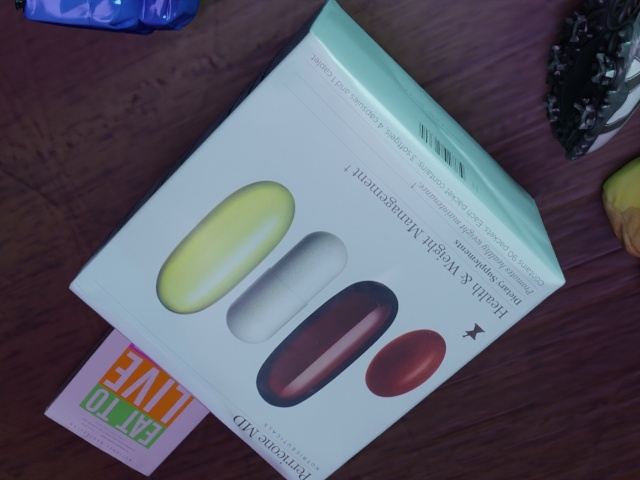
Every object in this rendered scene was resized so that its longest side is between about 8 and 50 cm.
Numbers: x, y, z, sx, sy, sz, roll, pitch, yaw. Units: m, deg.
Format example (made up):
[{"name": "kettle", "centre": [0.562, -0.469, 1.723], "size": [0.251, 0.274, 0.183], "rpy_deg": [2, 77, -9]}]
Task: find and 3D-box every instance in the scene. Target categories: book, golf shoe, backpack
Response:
[{"name": "book", "centre": [-0.121, 0.099, 0.702], "size": [0.096, 0.035, 0.144], "rpy_deg": [37, 109, -12]}, {"name": "golf shoe", "centre": [0.194, -0.122, 0.538], "size": [0.094, 0.077, 0.198], "rpy_deg": [-2, 141, -15]}, {"name": "backpack", "centre": [-0.117, -0.183, 0.557], "size": [0.101, 0.098, 0.120], "rpy_deg": [5, 99, -5]}]

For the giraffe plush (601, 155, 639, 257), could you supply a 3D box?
[{"name": "giraffe plush", "centre": [0.277, -0.015, 0.532], "size": [0.181, 0.170, 0.210], "rpy_deg": [22, 112, -2]}]

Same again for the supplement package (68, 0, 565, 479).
[{"name": "supplement package", "centre": [0.000, 0.000, 0.583], "size": [0.194, 0.149, 0.203], "rpy_deg": [43, 109, -10]}]
